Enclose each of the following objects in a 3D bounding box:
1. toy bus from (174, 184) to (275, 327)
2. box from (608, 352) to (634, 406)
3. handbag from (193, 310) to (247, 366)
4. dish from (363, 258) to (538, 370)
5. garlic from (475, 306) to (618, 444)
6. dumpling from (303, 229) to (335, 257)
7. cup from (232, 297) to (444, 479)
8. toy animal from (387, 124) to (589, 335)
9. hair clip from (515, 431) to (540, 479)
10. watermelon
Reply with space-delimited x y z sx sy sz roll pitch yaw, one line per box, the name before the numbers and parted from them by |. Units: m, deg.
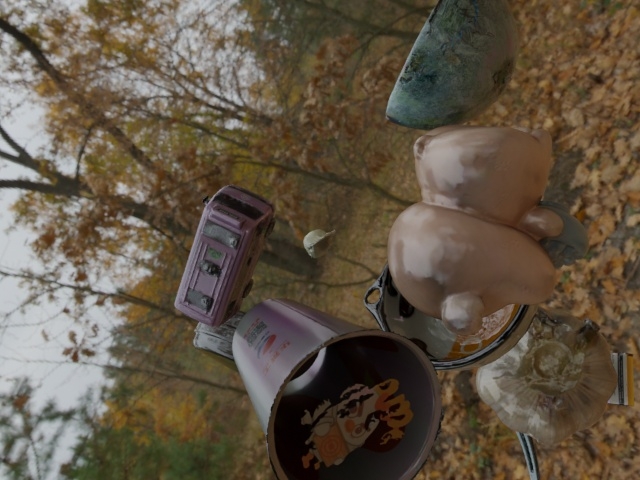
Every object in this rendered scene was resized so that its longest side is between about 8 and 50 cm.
toy bus | -0.145 0.023 0.879 0.199 0.096 0.108 -68 -8 22
box | 0.685 0.355 1.520 0.247 0.033 0.129 -16 66 55
handbag | -0.107 0.224 1.149 0.093 0.254 0.308 -67 -29 -19
dish | 0.230 0.086 0.939 0.303 0.120 0.303 -26 49 33
garlic | 0.535 0.317 1.397 0.322 0.241 0.322 -14 68 38
dumpling | 0.001 0.001 0.975 0.059 0.043 0.077 -40 -21 -11
cup | -0.009 0.166 0.720 0.288 0.203 0.203 19 90 66
toy animal | 0.178 -0.028 0.692 0.230 0.221 0.210 -26 12 1
hair clip | 0.546 0.531 1.575 0.048 0.083 0.275 -28 76 43
watermelon | 0.277 -0.343 1.092 0.322 0.175 0.188 -57 -11 -6
